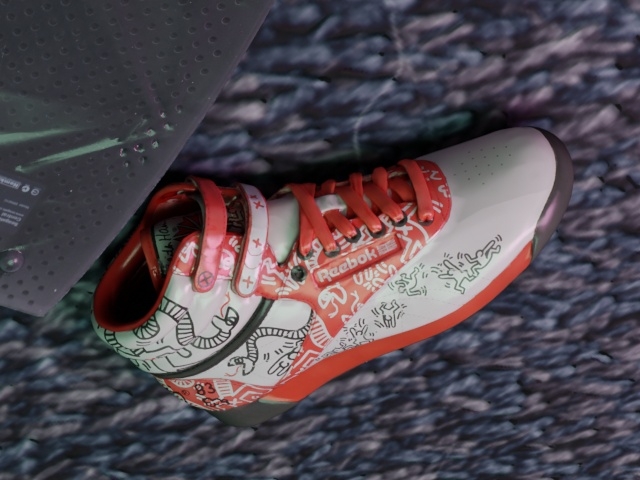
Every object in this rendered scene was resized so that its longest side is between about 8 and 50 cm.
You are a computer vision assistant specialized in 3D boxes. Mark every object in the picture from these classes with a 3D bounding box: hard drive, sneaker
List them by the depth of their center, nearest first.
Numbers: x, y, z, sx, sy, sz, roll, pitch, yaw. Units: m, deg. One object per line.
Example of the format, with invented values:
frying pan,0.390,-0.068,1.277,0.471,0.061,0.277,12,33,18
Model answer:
hard drive,-0.146,-0.080,0.634,0.172,0.054,0.254,20,124,-31
sneaker,0.000,0.001,0.730,0.270,0.090,0.145,-34,135,19
